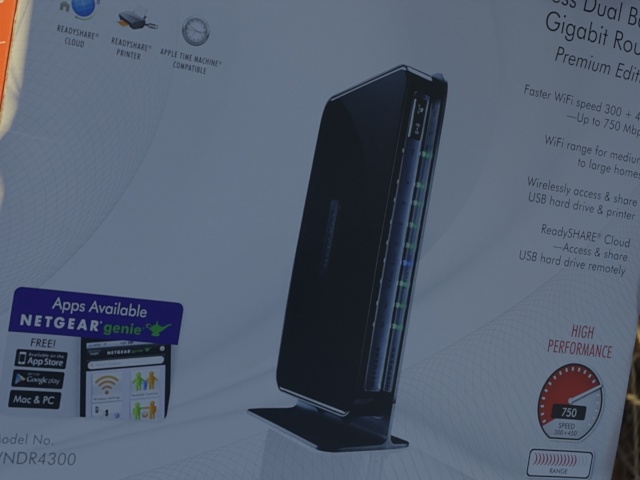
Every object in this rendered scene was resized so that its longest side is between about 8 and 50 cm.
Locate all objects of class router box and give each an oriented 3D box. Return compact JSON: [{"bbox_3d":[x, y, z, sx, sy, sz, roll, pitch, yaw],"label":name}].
[{"bbox_3d":[0.000,0.000,0.546,0.082,0.335,0.301,13,95,59],"label":"router box"}]
